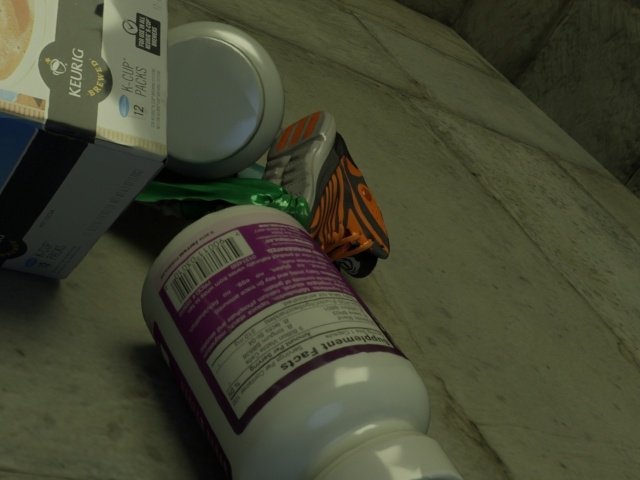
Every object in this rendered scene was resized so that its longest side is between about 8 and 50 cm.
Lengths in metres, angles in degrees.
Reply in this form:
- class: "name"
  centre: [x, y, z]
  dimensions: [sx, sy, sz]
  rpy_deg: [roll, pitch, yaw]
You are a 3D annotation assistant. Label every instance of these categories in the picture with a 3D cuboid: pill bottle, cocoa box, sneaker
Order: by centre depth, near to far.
- class: "pill bottle"
  centre: [-0.017, 0.118, 0.754]
  dimensions: [0.169, 0.169, 0.301]
  rpy_deg: [10, 31, -41]
- class: "cocoa box"
  centre: [-0.280, -0.182, 0.805]
  dimensions: [0.228, 0.231, 0.347]
  rpy_deg: [15, 56, -31]
- class: "sneaker"
  centre: [0.000, 0.000, 1.079]
  dimensions: [0.180, 0.125, 0.321]
  rpy_deg: [52, 39, -26]
- class: "pill bottle"
  centre: [-0.130, -0.163, 1.093]
  dimensions: [0.176, 0.176, 0.318]
  rpy_deg: [28, 6, -7]

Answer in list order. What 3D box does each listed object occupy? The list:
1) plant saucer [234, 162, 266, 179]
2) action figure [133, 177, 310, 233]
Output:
- class: "plant saucer"
  centre: [-0.082, -0.057, 1.237]
  dimensions: [0.067, 0.018, 0.192]
  rpy_deg: [22, 23, -21]
- class: "action figure"
  centre: [-0.112, -0.037, 0.972]
  dimensions: [0.232, 0.063, 0.137]
  rpy_deg: [6, 11, 31]
